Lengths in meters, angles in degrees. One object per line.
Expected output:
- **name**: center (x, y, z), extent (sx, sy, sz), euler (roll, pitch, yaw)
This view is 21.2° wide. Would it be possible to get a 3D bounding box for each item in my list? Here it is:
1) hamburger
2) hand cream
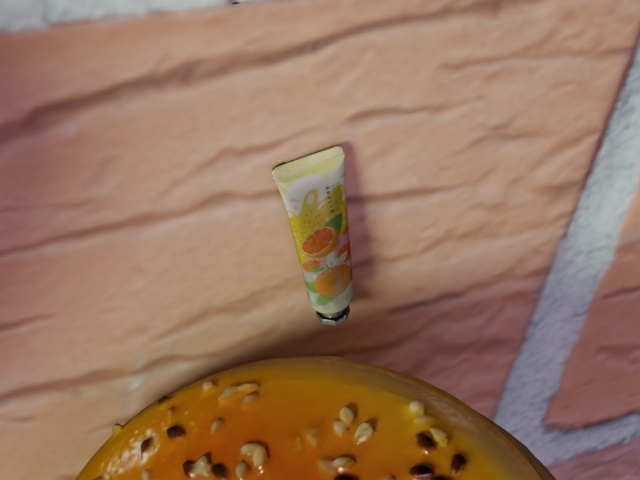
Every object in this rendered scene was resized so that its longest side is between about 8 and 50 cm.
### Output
- **hamburger**: center (-0.006, 0.198, 0.790), extent (0.300, 0.300, 0.176), euler (-46, 153, 16)
- **hand cream**: center (0.000, 0.000, 0.798), extent (0.035, 0.022, 0.102), euler (-18, 135, -10)
